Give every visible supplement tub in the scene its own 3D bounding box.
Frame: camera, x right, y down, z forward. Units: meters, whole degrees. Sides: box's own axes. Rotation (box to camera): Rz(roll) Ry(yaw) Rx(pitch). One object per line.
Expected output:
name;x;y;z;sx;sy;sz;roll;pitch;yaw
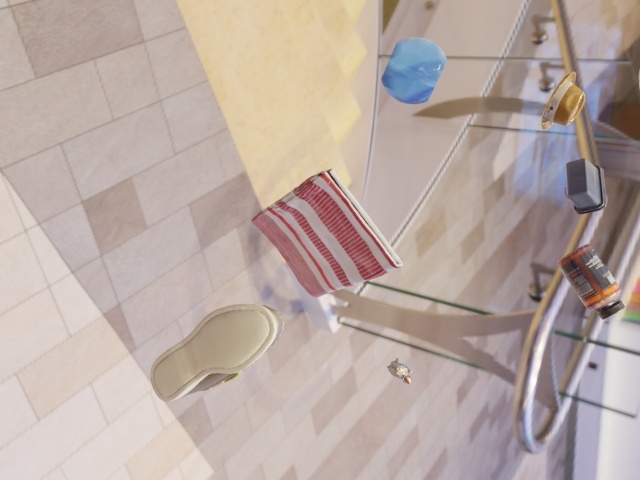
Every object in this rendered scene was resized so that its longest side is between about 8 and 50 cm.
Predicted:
supplement tub;0.745;0.116;1.750;0.106;0.106;0.198;-11;67;-52

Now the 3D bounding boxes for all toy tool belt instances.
toy tool belt;0.239;0.375;1.861;0.051;0.083;0.052;-46;135;-21

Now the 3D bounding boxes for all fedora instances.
fedora;0.757;-0.417;1.967;0.194;0.079;0.194;-41;151;-29

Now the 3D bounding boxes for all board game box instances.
board game box;0.233;-0.429;1.604;0.033;0.133;0.169;-72;-175;-57

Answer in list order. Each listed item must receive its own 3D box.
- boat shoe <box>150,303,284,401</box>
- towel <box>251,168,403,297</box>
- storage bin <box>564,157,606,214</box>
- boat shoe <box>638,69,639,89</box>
boat shoe;-0.178;0.201;1.167;0.096;0.324;0.117;0;61;-55
towel;0.000;0.000;1.302;0.037;0.329;0.237;-43;99;-31
storage bin;0.702;-0.152;1.726;0.091;0.098;0.135;29;58;-41
boat shoe;0.649;-0.237;1.108;0.301;0.102;0.108;-81;168;-53
